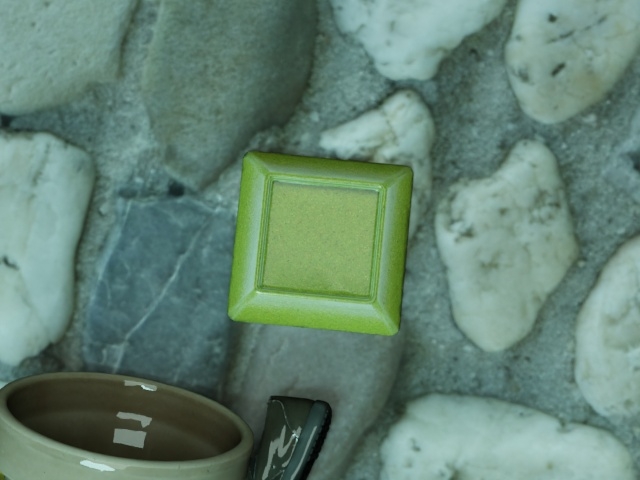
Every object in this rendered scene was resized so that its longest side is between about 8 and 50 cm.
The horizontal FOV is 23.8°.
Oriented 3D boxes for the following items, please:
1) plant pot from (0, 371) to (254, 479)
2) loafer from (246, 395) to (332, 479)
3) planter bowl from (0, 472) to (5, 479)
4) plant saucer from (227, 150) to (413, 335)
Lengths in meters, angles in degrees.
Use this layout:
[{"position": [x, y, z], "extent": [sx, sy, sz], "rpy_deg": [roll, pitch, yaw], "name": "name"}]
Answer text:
[{"position": [-0.214, 0.278, 1.519], "extent": [0.263, 0.263, 0.229], "rpy_deg": [12, 102, 2], "name": "plant pot"}, {"position": [-0.062, 0.260, 1.591], "extent": [0.078, 0.080, 0.220], "rpy_deg": [23, 78, 12], "name": "loafer"}, {"position": [-0.384, 0.336, 1.569], "extent": [0.217, 0.090, 0.217], "rpy_deg": [0, 83, 1], "name": "planter bowl"}, {"position": [0.000, 0.000, 1.631], "extent": [0.188, 0.045, 0.188], "rpy_deg": [5, 83, 1], "name": "plant saucer"}]
